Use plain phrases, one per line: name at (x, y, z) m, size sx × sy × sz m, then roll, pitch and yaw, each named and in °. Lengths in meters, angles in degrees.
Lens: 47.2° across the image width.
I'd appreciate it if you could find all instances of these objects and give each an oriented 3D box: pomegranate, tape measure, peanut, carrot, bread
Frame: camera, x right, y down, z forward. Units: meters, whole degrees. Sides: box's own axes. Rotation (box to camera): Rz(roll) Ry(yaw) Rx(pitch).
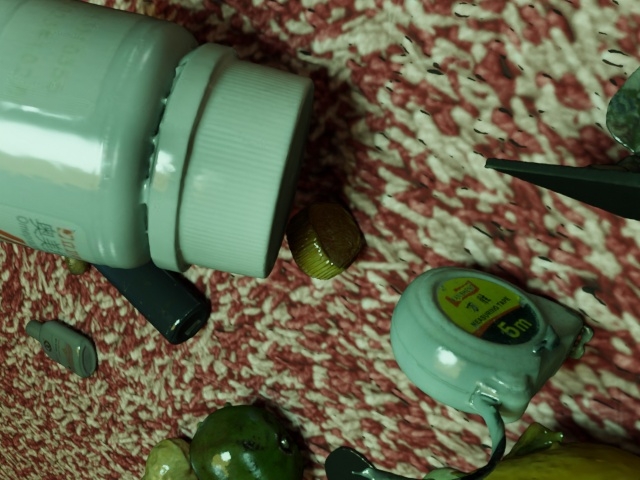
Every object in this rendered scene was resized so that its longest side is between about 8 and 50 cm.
pomegranate at (-0.107, 0.289, 0.983) m, size 0.152 × 0.131 × 0.191 m, roll 61°, pitch 157°, yaw -7°
tape measure at (0.088, 0.113, 0.579) m, size 0.164 × 0.330 × 0.084 m, roll 27°, pitch 123°, yaw 31°
peanut at (-0.246, 0.402, 1.164) m, size 0.108 × 0.095 × 0.226 m, roll 37°, pitch 128°, yaw 26°
carrot at (-0.387, -0.022, 1.132) m, size 0.035 × 0.035 × 0.165 m, roll 10°, pitch 114°, yaw 37°
bread at (0.000, 0.000, 0.774) m, size 0.053 × 0.085 × 0.085 m, roll -27°, pitch 91°, yaw 39°

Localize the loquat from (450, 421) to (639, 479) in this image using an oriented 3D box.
loquat at (0.206, 0.293, 0.615) m, size 0.274 × 0.274 × 0.275 m, roll 18°, pitch 121°, yaw 34°

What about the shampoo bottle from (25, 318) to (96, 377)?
shampoo bottle at (-0.456, 0.179, 1.279) m, size 0.165 × 0.040 × 0.080 m, roll 19°, pitch 123°, yaw 32°

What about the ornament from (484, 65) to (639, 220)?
ornament at (0.250, -0.111, 0.501) m, size 0.153 × 0.166 × 0.196 m, roll 27°, pitch 100°, yaw 64°

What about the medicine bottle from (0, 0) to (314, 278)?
medicine bottle at (-0.175, -0.093, 0.715) m, size 0.306 × 0.245 × 0.245 m, roll 13°, pitch 122°, yaw 2°

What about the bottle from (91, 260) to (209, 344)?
bottle at (-0.261, 0.040, 1.023) m, size 0.244 × 0.072 × 0.082 m, roll 40°, pitch 160°, yaw 21°

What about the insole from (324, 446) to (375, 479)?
insole at (0.129, 0.396, 0.900) m, size 0.348 × 0.009 × 0.119 m, roll 47°, pitch 131°, yaw 13°

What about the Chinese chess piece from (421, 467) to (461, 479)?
Chinese chess piece at (0.146, 0.296, 0.820) m, size 0.084 × 0.034 × 0.084 m, roll 18°, pitch 119°, yaw 35°
